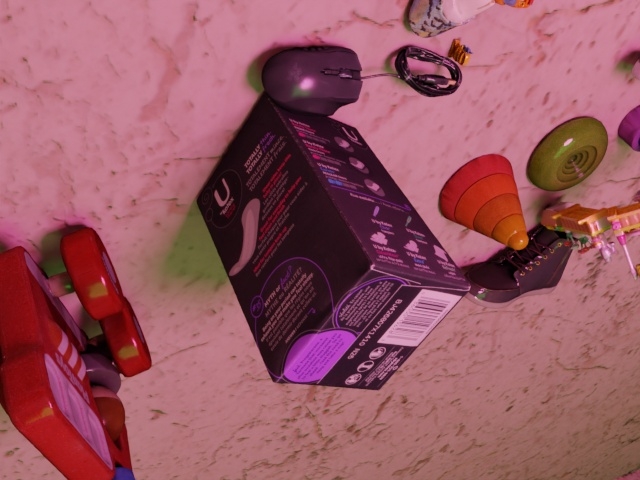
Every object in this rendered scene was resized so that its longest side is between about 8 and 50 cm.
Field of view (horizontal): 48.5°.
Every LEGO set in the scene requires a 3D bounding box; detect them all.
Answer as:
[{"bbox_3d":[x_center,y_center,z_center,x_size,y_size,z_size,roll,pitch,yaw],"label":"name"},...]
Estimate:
[{"bbox_3d":[0.428,-0.006,1.001,0.132,0.107,0.287,-30,-169,-38],"label":"LEGO set"}]

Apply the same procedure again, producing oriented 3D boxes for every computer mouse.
[{"bbox_3d":[0.053,-0.173,0.750,0.242,0.041,0.071,-10,93,-25],"label":"computer mouse"}]

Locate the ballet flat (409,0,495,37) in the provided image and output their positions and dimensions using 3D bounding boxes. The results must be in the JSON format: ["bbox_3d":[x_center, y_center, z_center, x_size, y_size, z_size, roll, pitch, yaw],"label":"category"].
[{"bbox_3d":[0.172,-0.272,0.720,0.188,0.070,0.070,-42,140,13],"label":"ballet flat"}]

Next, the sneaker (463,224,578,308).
[{"bbox_3d":[0.316,0.032,1.140,0.222,0.083,0.118,-10,132,-35],"label":"sneaker"}]

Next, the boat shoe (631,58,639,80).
[{"bbox_3d":[0.512,-0.248,0.950,0.228,0.080,0.076,-8,131,-26],"label":"boat shoe"}]

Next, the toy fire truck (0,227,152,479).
[{"bbox_3d":[-0.270,0.154,0.758,0.169,0.254,0.302,-20,140,-11],"label":"toy fire truck"}]

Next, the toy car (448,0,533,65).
[{"bbox_3d":[0.200,-0.242,0.790,0.060,0.041,0.122,5,130,-35],"label":"toy car"}]

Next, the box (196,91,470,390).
[{"bbox_3d":[0.000,0.000,0.744,0.143,0.270,0.165,14,125,-41],"label":"box"}]

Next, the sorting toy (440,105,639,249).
[{"bbox_3d":[0.357,-0.080,0.997,0.365,0.126,0.127,-22,141,-9],"label":"sorting toy"}]
